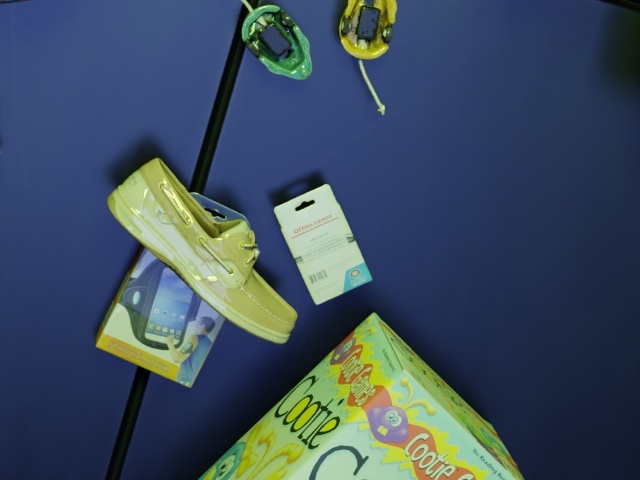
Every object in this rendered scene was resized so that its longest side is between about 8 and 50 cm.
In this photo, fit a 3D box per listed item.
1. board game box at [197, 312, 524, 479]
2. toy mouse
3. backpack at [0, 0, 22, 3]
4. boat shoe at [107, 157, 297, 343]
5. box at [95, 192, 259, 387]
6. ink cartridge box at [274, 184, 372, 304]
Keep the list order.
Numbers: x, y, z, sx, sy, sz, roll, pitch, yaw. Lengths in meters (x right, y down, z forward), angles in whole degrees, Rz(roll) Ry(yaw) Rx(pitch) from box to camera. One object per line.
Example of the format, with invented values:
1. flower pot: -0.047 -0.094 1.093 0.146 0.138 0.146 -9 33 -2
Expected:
1. board game box: -0.001 0.213 1.468 0.275 0.142 0.144 -44 106 5
2. toy mouse: -0.016 -0.178 1.423 0.143 0.031 0.161 4 104 -9
3. backpack: -0.175 -0.239 1.322 0.117 0.158 0.173 11 105 -3
4. boat shoe: -0.075 0.007 1.419 0.170 0.063 0.059 40 101 -14
5. box: -0.105 0.034 1.469 0.081 0.028 0.136 24 102 -13
6. ink cartridge box: 0.000 0.000 1.473 0.048 0.028 0.083 -24 106 -1
